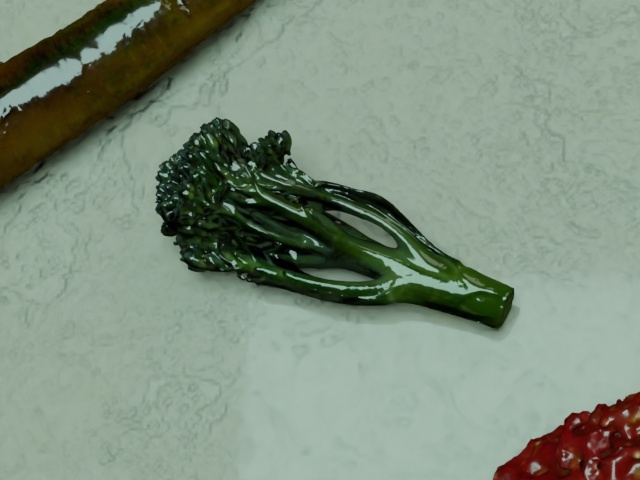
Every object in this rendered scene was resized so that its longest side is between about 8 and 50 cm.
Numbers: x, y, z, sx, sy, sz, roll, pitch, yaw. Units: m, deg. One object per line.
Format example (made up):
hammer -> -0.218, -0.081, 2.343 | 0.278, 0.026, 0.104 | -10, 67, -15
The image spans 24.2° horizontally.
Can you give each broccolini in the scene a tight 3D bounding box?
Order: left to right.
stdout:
broccolini -> 0.005, 0.002, 0.806 | 0.202, 0.068, 0.091 | 25, 92, 3

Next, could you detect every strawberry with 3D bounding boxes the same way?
strawberry -> 0.156, 0.130, 0.708 | 0.188, 0.082, 0.121 | -20, 72, 2

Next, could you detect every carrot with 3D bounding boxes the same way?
carrot -> -0.133, -0.101, 0.858 | 0.314, 0.066, 0.066 | -33, 69, -3
